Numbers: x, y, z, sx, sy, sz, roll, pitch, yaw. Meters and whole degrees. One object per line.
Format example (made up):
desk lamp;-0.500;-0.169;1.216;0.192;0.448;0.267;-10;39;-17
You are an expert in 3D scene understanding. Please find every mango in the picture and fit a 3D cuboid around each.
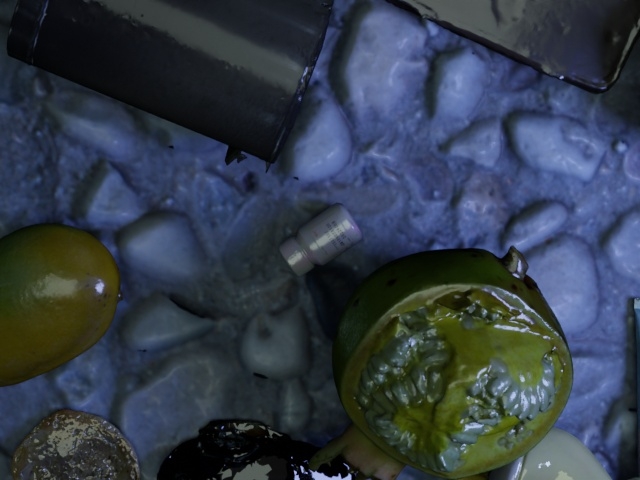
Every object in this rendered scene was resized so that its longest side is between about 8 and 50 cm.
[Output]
mango;-0.339;0.082;1.528;0.251;0.114;0.156;-34;106;3

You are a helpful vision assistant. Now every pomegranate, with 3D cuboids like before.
pomegranate;0.120;0.152;1.501;0.260;0.260;0.341;42;112;-8

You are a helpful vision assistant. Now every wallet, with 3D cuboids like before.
wallet;0.218;-0.289;1.525;0.310;0.042;0.165;23;96;-7

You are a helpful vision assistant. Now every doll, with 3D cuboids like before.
doll;0.301;0.300;1.578;0.296;0.117;0.141;19;92;5

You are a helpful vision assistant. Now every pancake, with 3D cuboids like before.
pancake;-0.286;0.269;1.607;0.152;0.025;0.151;0;100;-1

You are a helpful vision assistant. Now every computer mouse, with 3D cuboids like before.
computer mouse;-0.073;0.291;1.594;0.242;0.077;0.146;5;101;-4

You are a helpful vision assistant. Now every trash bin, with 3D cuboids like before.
trash bin;-0.149;-0.228;1.437;0.302;0.203;0.252;23;126;-7

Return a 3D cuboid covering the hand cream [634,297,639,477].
hand cream;0.414;0.223;1.618;0.111;0.070;0.312;4;91;-1

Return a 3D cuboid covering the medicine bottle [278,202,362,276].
medicine bottle;0.000;0.000;1.559;0.089;0.052;0.052;-34;99;3
